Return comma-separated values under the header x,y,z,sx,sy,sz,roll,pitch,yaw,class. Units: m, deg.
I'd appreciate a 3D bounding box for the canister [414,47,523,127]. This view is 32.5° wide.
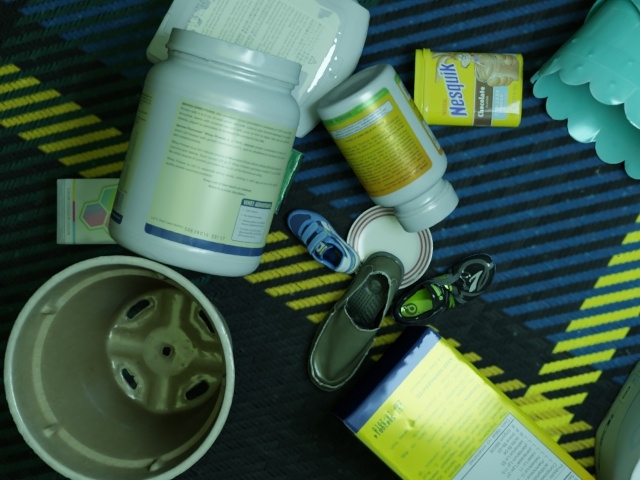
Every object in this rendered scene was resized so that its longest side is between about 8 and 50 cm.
x,y,z,sx,sy,sz,roll,pitch,yaw,class
0.235,-0.242,1.756,0.170,0.073,0.126,2,91,4,canister

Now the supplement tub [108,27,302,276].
x,y,z,sx,sy,sz,roll,pitch,yaw,class
-0.165,-0.130,1.626,0.235,0.235,0.325,17,97,5,supplement tub

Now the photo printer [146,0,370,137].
x,y,z,sx,sy,sz,roll,pitch,yaw,class
-0.090,-0.329,1.770,0.307,0.107,0.256,29,95,4,photo printer

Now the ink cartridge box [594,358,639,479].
x,y,z,sx,sy,sz,roll,pitch,yaw,class
0.439,0.372,1.623,0.091,0.308,0.385,31,94,3,ink cartridge box

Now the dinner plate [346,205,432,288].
x,y,z,sx,sy,sz,roll,pitch,yaw,class
0.113,0.011,1.799,0.141,0.017,0.141,0,90,5,dinner plate

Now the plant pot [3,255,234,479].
x,y,z,sx,sy,sz,roll,pitch,yaw,class
-0.271,0.188,1.695,0.334,0.305,0.334,0,90,6,plant pot

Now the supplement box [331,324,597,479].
x,y,z,sx,sy,sz,roll,pitch,yaw,class
0.215,0.319,1.676,0.356,0.195,0.194,43,83,-1,supplement box

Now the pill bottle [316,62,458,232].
x,y,z,sx,sy,sz,roll,pitch,yaw,class
0.111,-0.138,1.704,0.136,0.136,0.246,-32,107,5,pill bottle

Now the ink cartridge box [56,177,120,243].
x,y,z,sx,sy,sz,roll,pitch,yaw,class
-0.328,-0.048,1.820,0.209,0.062,0.109,0,90,5,ink cartridge box

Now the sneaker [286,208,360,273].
x,y,z,sx,sy,sz,roll,pitch,yaw,class
0.000,0.000,1.782,0.144,0.059,0.053,39,108,15,sneaker

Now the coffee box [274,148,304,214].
x,y,z,sx,sy,sz,roll,pitch,yaw,class
-0.131,-0.131,1.810,0.184,0.040,0.113,24,92,5,coffee box

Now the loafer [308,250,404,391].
x,y,z,sx,sy,sz,roll,pitch,yaw,class
0.049,0.133,1.763,0.094,0.087,0.251,26,101,5,loafer

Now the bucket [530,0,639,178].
x,y,z,sx,sy,sz,roll,pitch,yaw,class
0.474,-0.231,1.639,0.281,0.281,0.183,39,88,4,bucket

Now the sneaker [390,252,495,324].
x,y,z,sx,sy,sz,roll,pitch,yaw,class
0.199,0.084,1.760,0.188,0.078,0.067,-29,88,5,sneaker
